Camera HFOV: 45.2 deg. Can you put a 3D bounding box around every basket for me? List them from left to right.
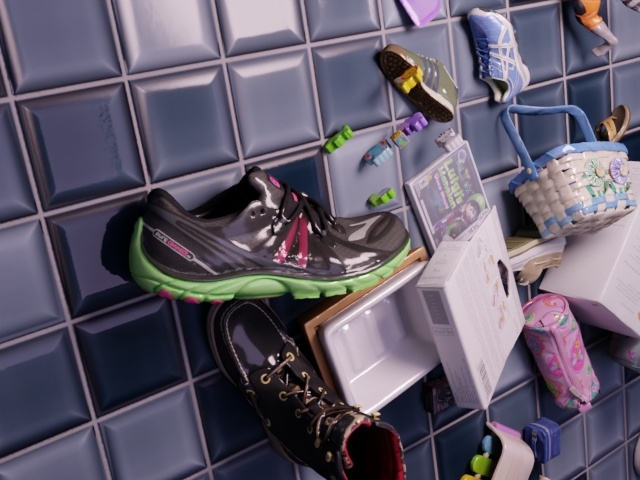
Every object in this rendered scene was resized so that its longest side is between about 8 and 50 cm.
[{"bbox_3d":[0.520,-0.159,1.618,0.254,0.201,0.289,-9,66,-33],"label":"basket"}]

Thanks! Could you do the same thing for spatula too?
[{"bbox_3d":[0.135,-0.527,1.369,0.084,0.030,0.296,-42,119,-23],"label":"spatula"}]

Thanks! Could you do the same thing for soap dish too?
[{"bbox_3d":[0.102,0.172,1.421,0.290,0.118,0.229,-31,115,-27],"label":"soap dish"}]

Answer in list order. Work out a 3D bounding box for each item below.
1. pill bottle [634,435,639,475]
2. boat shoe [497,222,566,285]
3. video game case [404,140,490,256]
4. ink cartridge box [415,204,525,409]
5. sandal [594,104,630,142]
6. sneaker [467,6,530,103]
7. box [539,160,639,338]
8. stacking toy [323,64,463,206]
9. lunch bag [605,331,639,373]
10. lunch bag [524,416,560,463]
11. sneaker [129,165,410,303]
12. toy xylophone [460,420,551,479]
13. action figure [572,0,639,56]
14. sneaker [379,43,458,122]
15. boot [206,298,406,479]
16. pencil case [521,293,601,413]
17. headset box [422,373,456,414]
[{"bbox_3d":[1.010,0.603,2.018,0.176,0.318,0.177,-8,104,-33],"label":"pill bottle"},{"bbox_3d":[0.419,0.045,1.626,0.302,0.113,0.103,-19,104,-32],"label":"boat shoe"},{"bbox_3d":[0.262,-0.077,1.548,0.173,0.022,0.190,-37,117,-25],"label":"video game case"},{"bbox_3d":[0.294,0.124,1.463,0.261,0.066,0.296,-50,129,-43],"label":"ink cartridge box"},{"bbox_3d":[0.658,-0.244,1.778,0.049,0.072,0.180,35,82,-13],"label":"sandal"},{"bbox_3d":[0.347,-0.364,1.519,0.081,0.080,0.211,-50,121,-21],"label":"sneaker"},{"bbox_3d":[0.689,0.017,1.777,0.215,0.168,0.345,33,78,-35],"label":"box"},{"bbox_3d":[0.134,-0.184,1.399,0.221,0.052,0.167,-39,119,2],"label":"stacking toy"},{"bbox_3d":[0.798,0.212,1.833,0.107,0.279,0.224,25,92,0],"label":"lunch bag"},{"bbox_3d":[0.515,0.472,1.799,0.065,0.067,0.099,-15,107,-33],"label":"lunch bag"},{"bbox_3d":[-0.056,-0.016,1.222,0.482,0.185,0.202,-3,99,-30],"label":"sneaker"},{"bbox_3d":[0.392,0.582,1.723,0.236,0.081,0.323,39,76,-34],"label":"toy xylophone"},{"bbox_3d":[0.580,-0.602,1.588,0.330,0.178,0.341,37,79,-44],"label":"action figure"},{"bbox_3d":[0.190,-0.310,1.436,0.192,0.064,0.086,40,56,-25],"label":"sneaker"},{"bbox_3d":[-0.022,0.260,1.245,0.138,0.284,0.378,-34,117,-25],"label":"boot"},{"bbox_3d":[0.545,0.257,1.748,0.124,0.124,0.284,-39,118,-23],"label":"pencil case"},{"bbox_3d":[0.249,0.320,1.605,0.083,0.032,0.062,-15,107,-34],"label":"headset box"}]
